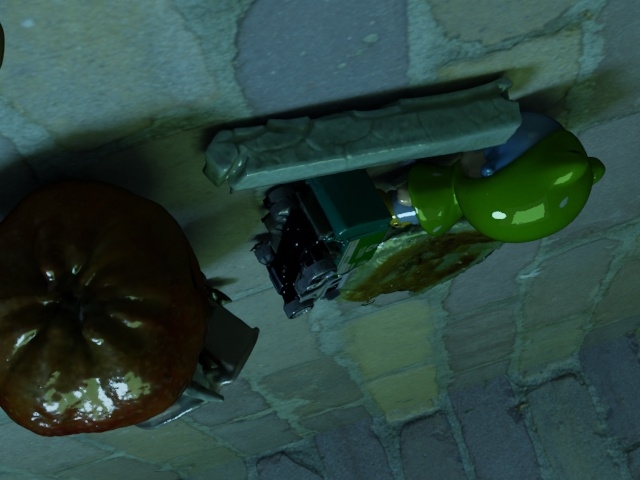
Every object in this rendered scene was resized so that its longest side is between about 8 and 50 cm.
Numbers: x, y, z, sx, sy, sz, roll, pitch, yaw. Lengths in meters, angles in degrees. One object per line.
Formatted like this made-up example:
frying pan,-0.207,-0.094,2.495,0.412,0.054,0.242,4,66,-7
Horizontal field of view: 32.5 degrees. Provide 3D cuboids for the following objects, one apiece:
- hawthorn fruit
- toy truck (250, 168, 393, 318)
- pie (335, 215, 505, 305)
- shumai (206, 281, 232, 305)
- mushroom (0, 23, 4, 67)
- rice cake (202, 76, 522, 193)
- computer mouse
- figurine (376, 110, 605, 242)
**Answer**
hawthorn fruit,-0.227,0.069,1.066,0.258,0.258,0.262,-7,164,-28
toy truck,0.000,0.000,1.305,0.124,0.114,0.253,-24,164,-17
pie,0.140,0.015,1.533,0.302,0.067,0.302,-16,162,-6
shumai,-0.158,0.099,1.502,0.080,0.082,0.083,-16,-177,-8
mushroom,-0.312,-0.124,0.701,0.212,0.088,0.097,-10,171,-39
rice cake,0.045,-0.104,1.114,0.336,0.063,0.066,-13,164,-16
computer mouse,-0.171,0.141,1.277,0.199,0.115,0.389,-44,-152,-16
figurine,0.191,-0.060,1.272,0.263,0.143,0.162,-13,168,26
